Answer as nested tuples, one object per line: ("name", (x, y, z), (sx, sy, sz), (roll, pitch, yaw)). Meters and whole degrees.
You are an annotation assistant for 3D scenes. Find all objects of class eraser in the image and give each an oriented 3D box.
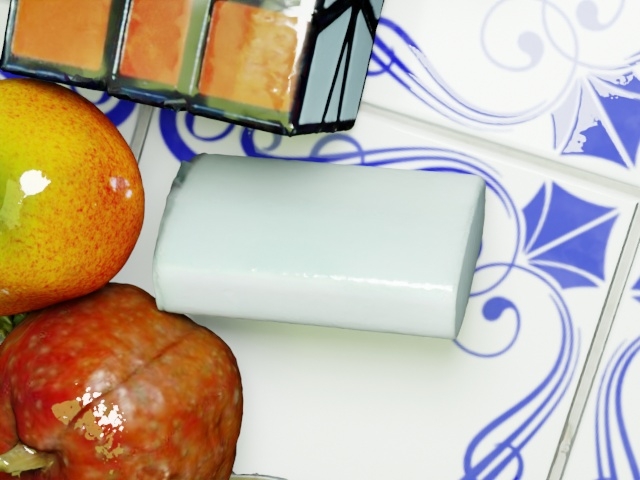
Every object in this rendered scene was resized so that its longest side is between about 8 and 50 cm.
("eraser", (0.000, 0.000, 1.549), (0.290, 0.189, 0.104), (5, 125, 12))

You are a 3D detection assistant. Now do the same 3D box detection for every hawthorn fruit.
("hawthorn fruit", (-0.197, 0.169, 1.563), (0.258, 0.262, 0.258), (0, 110, 0))

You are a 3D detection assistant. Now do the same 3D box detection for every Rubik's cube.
("Rubik's cube", (-0.093, -0.259, 1.495), (0.283, 0.288, 0.294), (16, 99, 11))

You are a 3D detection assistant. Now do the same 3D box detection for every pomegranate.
("pomegranate", (-0.280, -0.040, 1.468), (0.220, 0.256, 0.221), (-1, 88, 27))

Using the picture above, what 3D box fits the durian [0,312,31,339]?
("durian", (-0.304, 0.020, 1.615), (0.108, 0.119, 0.187), (-20, 106, 26))

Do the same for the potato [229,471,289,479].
("potato", (-0.057, 0.369, 1.588), (0.246, 0.196, 0.300), (-41, 84, 11))
